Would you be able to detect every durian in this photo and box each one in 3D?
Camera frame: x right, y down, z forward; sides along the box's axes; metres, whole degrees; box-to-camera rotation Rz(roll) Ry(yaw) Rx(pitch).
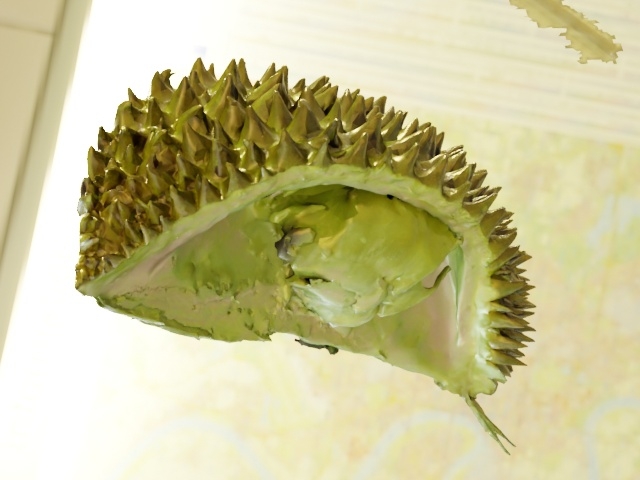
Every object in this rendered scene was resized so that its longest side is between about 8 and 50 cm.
[{"bbox_3d":[0.007,-0.006,0.981,0.157,0.355,0.169,34,99,51],"label":"durian"}]

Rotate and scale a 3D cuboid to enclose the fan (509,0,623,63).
[{"bbox_3d":[-0.024,-0.146,0.548,0.191,0.329,0.009,-36,-30,-27],"label":"fan"}]
